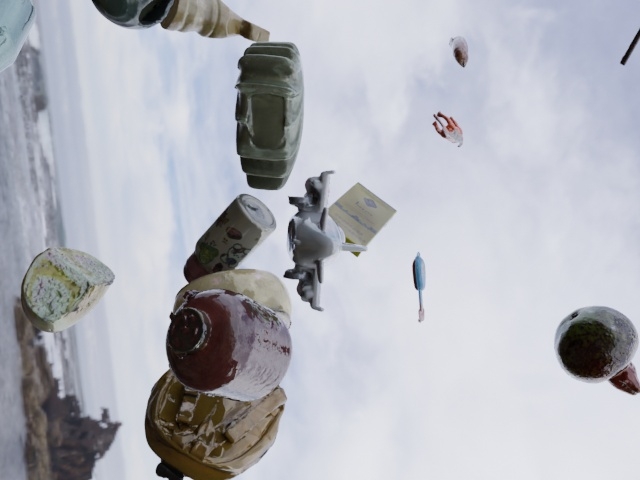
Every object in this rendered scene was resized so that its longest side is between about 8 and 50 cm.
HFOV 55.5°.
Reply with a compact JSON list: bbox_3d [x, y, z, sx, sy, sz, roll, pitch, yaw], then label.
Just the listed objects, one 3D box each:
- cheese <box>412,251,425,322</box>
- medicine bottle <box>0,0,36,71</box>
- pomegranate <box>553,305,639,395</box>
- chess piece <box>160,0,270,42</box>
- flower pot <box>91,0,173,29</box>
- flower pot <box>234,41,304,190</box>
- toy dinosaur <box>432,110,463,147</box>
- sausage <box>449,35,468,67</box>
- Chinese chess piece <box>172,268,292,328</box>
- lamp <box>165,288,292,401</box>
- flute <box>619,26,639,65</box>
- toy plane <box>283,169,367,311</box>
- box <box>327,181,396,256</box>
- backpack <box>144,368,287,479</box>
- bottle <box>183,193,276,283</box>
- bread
[{"bbox_3d":[0.356,0.167,2.181,0.037,0.106,0.256,-3,-94,24],"label":"cheese"},{"bbox_3d":[-0.896,-0.523,1.550,0.245,0.245,0.290,127,-27,-59],"label":"medicine bottle"},{"bbox_3d":[0.703,0.286,1.513,0.248,0.214,0.214,53,-30,9],"label":"pomegranate"},{"bbox_3d":[-0.274,-0.588,1.618,0.137,0.301,0.137,-5,-97,48],"label":"chess piece"},{"bbox_3d":[-0.381,-0.546,1.270,0.189,0.157,0.243,-50,-170,40],"label":"flower pot"},{"bbox_3d":[-0.123,-0.307,1.540,0.254,0.165,0.367,-84,177,-64],"label":"flower pot"},{"bbox_3d":[0.348,-0.306,1.666,0.055,0.279,0.101,-46,-120,20],"label":"toy dinosaur"},{"bbox_3d":[0.343,-0.473,1.504,0.176,0.040,0.047,-77,177,-59],"label":"sausage"},{"bbox_3d":[-0.197,0.167,1.377,0.270,0.270,0.112,119,-38,-55],"label":"Chinese chess piece"},{"bbox_3d":[-0.149,0.172,1.011,0.258,0.180,0.180,39,27,-57],"label":"lamp"},{"bbox_3d":[0.638,-0.458,1.139,0.014,0.014,0.269,53,-53,50],"label":"flute"},{"bbox_3d":[-0.004,0.000,1.077,0.252,0.118,0.252,-176,-90,-78],"label":"toy plane"},{"bbox_3d":[0.106,-0.066,1.749,0.153,0.279,0.041,36,-54,7],"label":"box"},{"bbox_3d":[-0.280,0.444,1.546,0.353,0.378,0.201,26,-64,13],"label":"backpack"},{"bbox_3d":[-0.221,0.016,1.411,0.253,0.120,0.120,-46,-134,22],"label":"bottle"},{"bbox_3d":[-0.593,0.118,1.381,0.156,0.158,0.260,-54,180,5],"label":"bread"}]
